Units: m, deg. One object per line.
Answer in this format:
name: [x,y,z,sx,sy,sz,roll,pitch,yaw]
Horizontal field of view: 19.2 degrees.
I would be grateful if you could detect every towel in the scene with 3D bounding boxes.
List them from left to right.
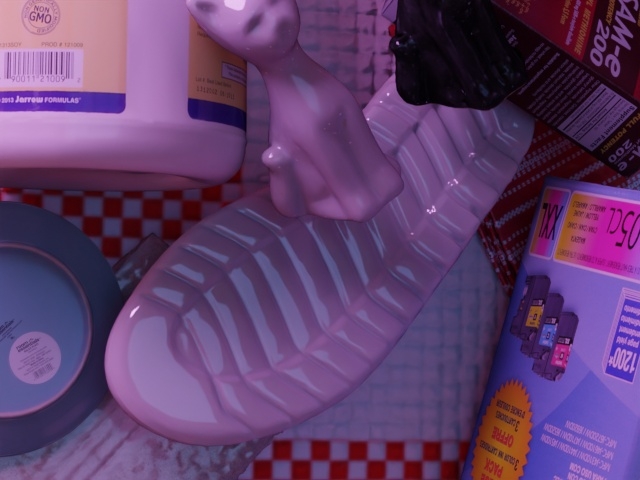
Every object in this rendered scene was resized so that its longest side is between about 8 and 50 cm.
towel: [-0.159,0.156,1.441,0.187,0.049,0.282,45,76,-10]
towel: [0.195,-0.091,1.560,0.199,0.031,0.275,-27,94,-16]

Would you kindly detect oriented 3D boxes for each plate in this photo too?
plate: [-0.230,0.065,1.377,0.188,0.024,0.188,0,91,-21]

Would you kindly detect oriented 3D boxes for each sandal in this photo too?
sandal: [0.010,0.012,1.455,0.416,0.102,0.169,-40,92,-21]

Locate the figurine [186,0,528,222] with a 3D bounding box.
figurine: [0.021,-0.147,1.316,0.215,0.092,0.209,-42,126,-19]

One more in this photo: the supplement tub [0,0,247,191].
supplement tub: [-0.169,-0.207,1.355,0.241,0.241,0.331,2,87,-15]

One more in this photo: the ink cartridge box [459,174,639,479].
ink cartridge box: [0.228,0.164,1.414,0.151,0.270,0.395,13,91,-18]

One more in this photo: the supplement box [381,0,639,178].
supplement box: [0.174,-0.168,1.479,0.239,0.073,0.130,32,42,-13]
